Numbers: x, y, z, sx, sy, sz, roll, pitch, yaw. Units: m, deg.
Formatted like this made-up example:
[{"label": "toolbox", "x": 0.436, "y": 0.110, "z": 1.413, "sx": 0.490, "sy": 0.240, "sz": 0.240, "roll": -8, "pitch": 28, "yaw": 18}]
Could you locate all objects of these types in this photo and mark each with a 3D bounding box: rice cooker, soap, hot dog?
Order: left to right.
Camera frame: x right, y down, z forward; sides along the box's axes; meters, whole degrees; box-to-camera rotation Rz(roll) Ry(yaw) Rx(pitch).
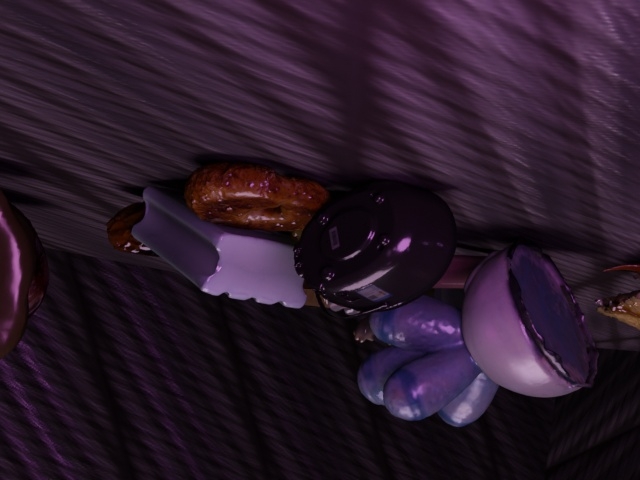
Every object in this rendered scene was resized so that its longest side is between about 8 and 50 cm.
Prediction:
[{"label": "hot dog", "x": -0.227, "y": -0.014, "z": 1.640, "sx": 0.161, "sy": 0.099, "sz": 0.227, "roll": 4, "pitch": 173, "yaw": 39}, {"label": "soap", "x": -0.139, "y": 0.005, "z": 1.438, "sx": 0.160, "sy": 0.087, "sz": 0.265, "roll": 11, "pitch": -170, "yaw": -33}, {"label": "rice cooker", "x": 0.061, "y": 0.010, "z": 1.204, "sx": 0.203, "sy": 0.142, "sz": 0.118, "roll": -29, "pitch": 146, "yaw": 33}]

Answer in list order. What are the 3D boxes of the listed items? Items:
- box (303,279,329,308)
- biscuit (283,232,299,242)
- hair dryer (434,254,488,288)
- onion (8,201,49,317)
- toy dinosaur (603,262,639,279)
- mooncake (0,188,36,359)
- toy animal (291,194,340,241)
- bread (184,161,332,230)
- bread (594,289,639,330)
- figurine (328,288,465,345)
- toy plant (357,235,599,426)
[{"label": "box", "x": -0.024, "y": 0.081, "z": 2.179, "sx": 0.177, "sy": 0.111, "sz": 0.111, "roll": 5, "pitch": 172, "yaw": 25}, {"label": "biscuit", "x": -0.095, "y": 0.022, "z": 1.912, "sx": 0.221, "sy": 0.066, "sz": 0.220, "roll": 10, "pitch": 173, "yaw": 1}, {"label": "hair dryer", "x": 0.177, "y": 0.054, "z": 1.664, "sx": 0.353, "sy": 0.125, "sz": 0.210, "roll": 3, "pitch": 175, "yaw": -11}, {"label": "onion", "x": -0.679, "y": 0.022, "z": 1.919, "sx": 0.337, "sy": 0.260, "sz": 0.281, "roll": 1, "pitch": -143, "yaw": -16}, {"label": "toy dinosaur", "x": 0.465, "y": 0.042, "z": 1.486, "sx": 0.113, "sy": 0.026, "sz": 0.041, "roll": -1, "pitch": 165, "yaw": 8}, {"label": "mooncake", "x": -0.617, "y": 0.042, "z": 1.549, "sx": 0.379, "sy": 0.378, "sz": 0.201, "roll": 11, "pitch": 179, "yaw": -13}, {"label": "toy animal", "x": 0.026, "y": -0.022, "z": 1.370, "sx": 0.136, "sy": 0.073, "sz": 0.181, "roll": 16, "pitch": 177, "yaw": 2}, {"label": "bread", "x": -0.077, "y": -0.056, "z": 1.267, "sx": 0.193, "sy": 0.063, "sz": 0.193, "roll": 5, "pitch": 169, "yaw": 1}, {"label": "bread", "x": 0.527, "y": 0.103, "z": 1.498, "sx": 0.178, "sy": 0.142, "sz": 0.266, "roll": 44, "pitch": -179, "yaw": 6}, {"label": "figurine", "x": 0.169, "y": 0.132, "z": 1.978, "sx": 0.382, "sy": 0.205, "sz": 0.225, "roll": 15, "pitch": 176, "yaw": 32}, {"label": "toy plant", "x": 0.201, "y": 0.161, "z": 1.491, "sx": 0.332, "sy": 0.247, "sz": 0.247, "roll": -27, "pitch": 155, "yaw": 27}]
